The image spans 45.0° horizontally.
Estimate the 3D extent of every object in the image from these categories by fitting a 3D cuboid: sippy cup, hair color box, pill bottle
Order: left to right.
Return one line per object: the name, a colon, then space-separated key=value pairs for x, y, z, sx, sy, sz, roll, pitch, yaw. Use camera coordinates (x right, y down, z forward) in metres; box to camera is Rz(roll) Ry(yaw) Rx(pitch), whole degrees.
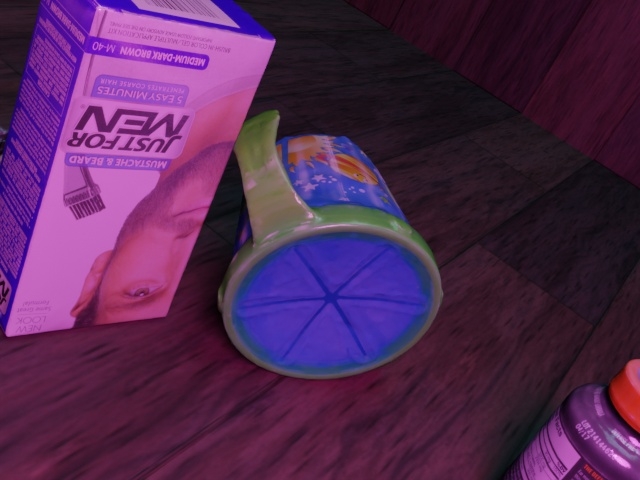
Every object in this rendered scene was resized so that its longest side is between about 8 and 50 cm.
hair color box: x=-0.196 y=-0.074 z=0.746 sx=0.185 sy=0.339 sz=0.110 roll=-3 pitch=40 yaw=-44
sippy cup: x=0.000 y=0.000 z=0.883 sx=0.240 sy=0.305 sz=0.224 roll=4 pitch=40 yaw=-13
pill bottle: x=0.263 y=0.229 z=0.748 sx=0.130 sy=0.245 sz=0.130 roll=21 pitch=29 yaw=-13

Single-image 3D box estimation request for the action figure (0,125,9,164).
action figure: x=-0.295 y=-0.086 z=0.942 sx=0.285 sy=0.099 sz=0.185 roll=24 pitch=33 yaw=-1
